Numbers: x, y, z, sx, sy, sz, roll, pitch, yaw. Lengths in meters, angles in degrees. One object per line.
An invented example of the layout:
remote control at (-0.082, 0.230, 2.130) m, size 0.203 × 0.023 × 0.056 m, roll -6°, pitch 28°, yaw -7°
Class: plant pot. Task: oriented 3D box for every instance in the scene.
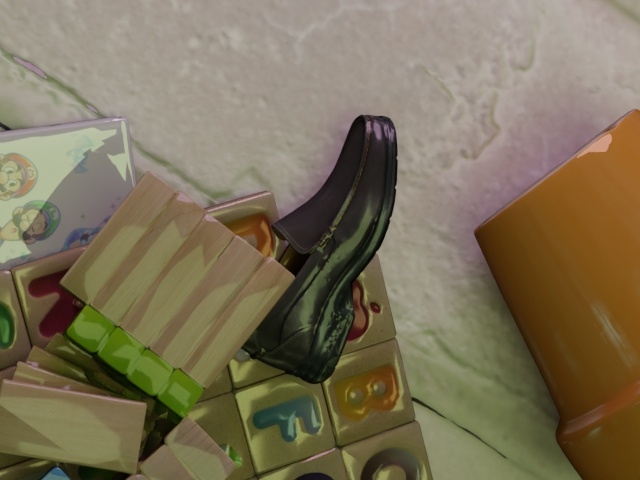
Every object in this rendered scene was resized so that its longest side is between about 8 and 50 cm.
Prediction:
plant pot at (0.200, 0.030, 1.223) m, size 0.205 × 0.205 × 0.188 m, roll -37°, pitch 89°, yaw -8°

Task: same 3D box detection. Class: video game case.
video game case at (-0.177, 0.011, 1.199) m, size 0.143 × 0.019 × 0.157 m, roll -9°, pitch 98°, yaw -14°

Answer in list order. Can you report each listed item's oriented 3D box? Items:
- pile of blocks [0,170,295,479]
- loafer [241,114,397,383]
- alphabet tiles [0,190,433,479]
pile of blocks at (-0.124, 0.146, 1.154) m, size 0.149 × 0.112 × 0.362 m, roll 13°, pitch 83°, yaw -8°
loafer at (0.000, 0.000, 1.207) m, size 0.061 × 0.062 × 0.170 m, roll 19°, pitch 87°, yaw -17°
alphabet tiles at (-0.098, 0.136, 1.218) m, size 0.342 × 0.011 × 0.285 m, roll -17°, pitch 100°, yaw -19°
